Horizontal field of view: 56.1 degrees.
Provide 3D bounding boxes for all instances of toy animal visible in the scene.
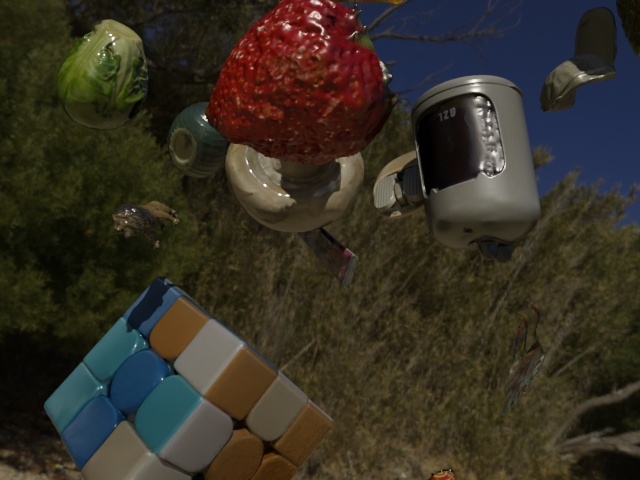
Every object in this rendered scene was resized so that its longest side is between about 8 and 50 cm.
[{"bbox_3d":[-0.296,-0.035,1.090,0.086,0.069,0.220,46,9,2],"label":"toy animal"}]

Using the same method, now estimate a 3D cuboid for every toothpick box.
[{"bbox_3d":[0.293,-0.115,1.111,0.228,0.317,0.229,-5,-16,-1],"label":"toothpick box"}]

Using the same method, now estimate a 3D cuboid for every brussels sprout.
[{"bbox_3d":[-0.553,-0.423,1.551,0.210,0.272,0.219,35,16,32],"label":"brussels sprout"}]

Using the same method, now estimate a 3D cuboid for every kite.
[{"bbox_3d":[0.342,0.185,0.998,0.016,0.229,0.127,29,-55,3],"label":"kite"}]

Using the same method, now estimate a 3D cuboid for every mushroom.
[{"bbox_3d":[-0.053,-0.174,1.254,0.297,0.298,0.290,15,-25,0],"label":"mushroom"}]

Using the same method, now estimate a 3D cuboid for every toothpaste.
[{"bbox_3d":[0.000,0.000,1.426,0.061,0.266,0.096,-14,-45,-33],"label":"toothpaste"}]

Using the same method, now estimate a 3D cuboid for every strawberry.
[{"bbox_3d":[-0.040,-0.227,0.896,0.276,0.258,0.257,-25,-26,2],"label":"strawberry"}]

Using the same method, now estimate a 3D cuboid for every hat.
[{"bbox_3d":[0.616,-0.439,1.482,0.149,0.245,0.214,-6,-10,-7],"label":"hat"}]

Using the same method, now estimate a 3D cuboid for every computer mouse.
[{"bbox_3d":[0.190,-0.132,1.289,0.145,0.237,0.082,-17,-66,29],"label":"computer mouse"}]

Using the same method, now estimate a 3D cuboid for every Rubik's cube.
[{"bbox_3d":[-0.250,0.338,1.169,0.346,0.344,0.347,25,-21,45],"label":"Rubik's cube"}]

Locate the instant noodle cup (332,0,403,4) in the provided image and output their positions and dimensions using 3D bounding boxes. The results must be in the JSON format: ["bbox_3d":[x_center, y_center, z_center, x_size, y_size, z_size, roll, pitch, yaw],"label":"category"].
[{"bbox_3d":[0.063,-0.536,1.170,0.184,0.169,0.168,8,-20,34],"label":"instant noodle cup"}]

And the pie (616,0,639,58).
[{"bbox_3d":[0.756,-0.655,1.360,0.180,0.395,0.418,1,-43,12],"label":"pie"}]

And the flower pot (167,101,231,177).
[{"bbox_3d":[-0.349,-0.290,1.751,0.189,0.157,0.243,43,-47,8],"label":"flower pot"}]

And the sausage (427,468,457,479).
[{"bbox_3d":[0.336,0.671,1.411,0.083,0.264,0.083,-9,-55,-12],"label":"sausage"}]
